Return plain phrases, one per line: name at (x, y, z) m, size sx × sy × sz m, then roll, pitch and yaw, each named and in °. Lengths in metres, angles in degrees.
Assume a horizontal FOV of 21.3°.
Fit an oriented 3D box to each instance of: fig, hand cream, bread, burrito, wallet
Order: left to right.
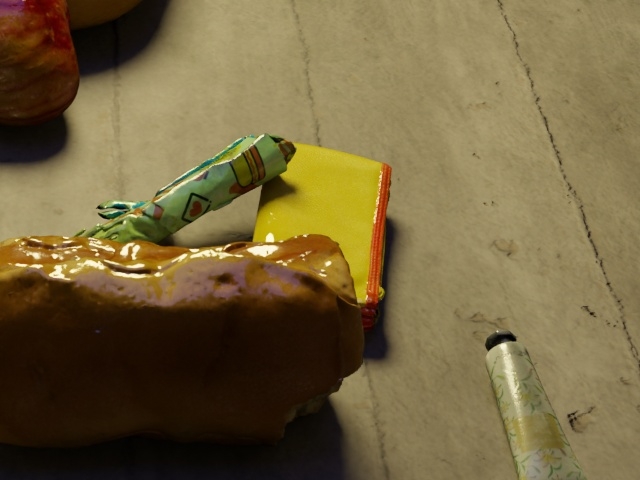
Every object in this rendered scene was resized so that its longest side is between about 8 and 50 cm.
fig at (-0.371, -0.206, 1.854) m, size 0.207 × 0.175 × 0.175 m, roll -10°, pitch 39°, yaw -2°
burrito at (-0.158, -0.036, 1.718) m, size 0.288 × 0.054 × 0.104 m, roll -33°, pitch 22°, yaw -21°
bread at (-0.134, 0.090, 1.484) m, size 0.344 × 0.195 × 0.149 m, roll -1°, pitch 32°, yaw -7°
wallet at (0.000, 0.000, 1.733) m, size 0.141 × 0.067 × 0.241 m, roll 8°, pitch 41°, yaw 1°
hand cream at (0.192, 0.161, 1.574) m, size 0.067 × 0.042 × 0.194 m, roll -1°, pitch 42°, yaw -15°

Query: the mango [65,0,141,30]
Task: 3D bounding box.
mango at (-0.292, -0.386, 2.060) m, size 0.264 × 0.221 × 0.378 m, roll 15°, pitch 27°, yaw 16°
